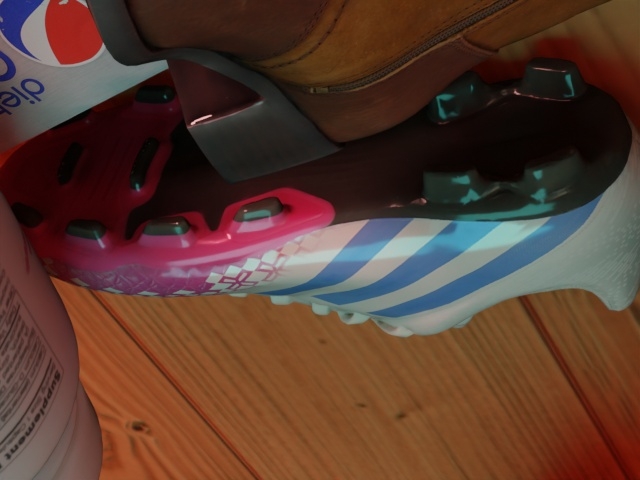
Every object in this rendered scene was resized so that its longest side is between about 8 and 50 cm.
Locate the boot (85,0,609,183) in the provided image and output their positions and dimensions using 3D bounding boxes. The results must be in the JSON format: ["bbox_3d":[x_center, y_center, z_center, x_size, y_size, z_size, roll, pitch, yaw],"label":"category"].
[{"bbox_3d":[0.061,-0.128,0.544,0.280,0.096,0.264,-23,151,6],"label":"boot"}]

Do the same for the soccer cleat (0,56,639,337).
[{"bbox_3d":[0.000,0.000,0.821,0.331,0.116,0.143,-3,140,19],"label":"soccer cleat"}]

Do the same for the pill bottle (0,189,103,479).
[{"bbox_3d":[-0.201,0.036,0.739,0.160,0.160,0.283,2,145,14],"label":"pill bottle"}]

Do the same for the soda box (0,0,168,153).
[{"bbox_3d":[-0.143,-0.108,0.743,0.286,0.091,0.098,-22,133,37],"label":"soda box"}]
